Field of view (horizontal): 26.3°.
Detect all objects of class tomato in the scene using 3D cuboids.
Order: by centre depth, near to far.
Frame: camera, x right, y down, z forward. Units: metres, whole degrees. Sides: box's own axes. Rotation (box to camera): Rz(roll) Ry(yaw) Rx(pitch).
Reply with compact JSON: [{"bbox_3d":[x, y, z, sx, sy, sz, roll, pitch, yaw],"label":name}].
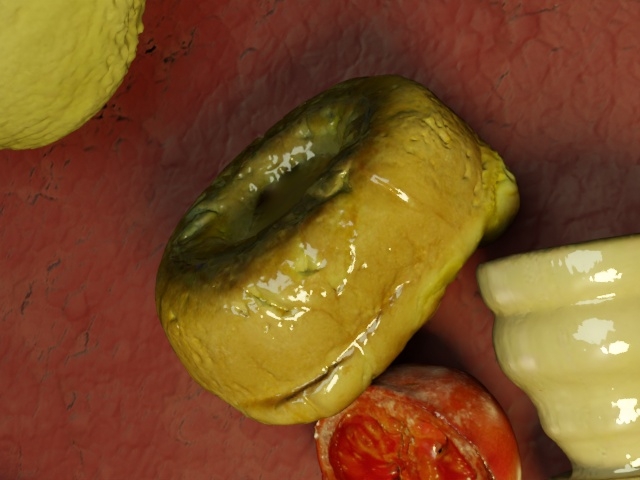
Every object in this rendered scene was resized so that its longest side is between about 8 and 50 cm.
[{"bbox_3d":[0.082,0.145,0.962,0.159,0.091,0.139,13,124,38],"label":"tomato"}]

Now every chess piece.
[{"bbox_3d":[0.198,0.149,0.890,0.167,0.167,0.300,-9,86,23],"label":"chess piece"}]

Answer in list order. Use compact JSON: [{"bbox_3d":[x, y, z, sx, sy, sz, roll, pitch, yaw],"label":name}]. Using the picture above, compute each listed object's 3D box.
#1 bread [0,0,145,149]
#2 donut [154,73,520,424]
[{"bbox_3d":[-0.284,-0.224,1.090,0.320,0.237,0.320,1,91,28],"label":"bread"},{"bbox_3d":[0.000,0.000,0.958,0.261,0.128,0.208,-47,30,-14],"label":"donut"}]
